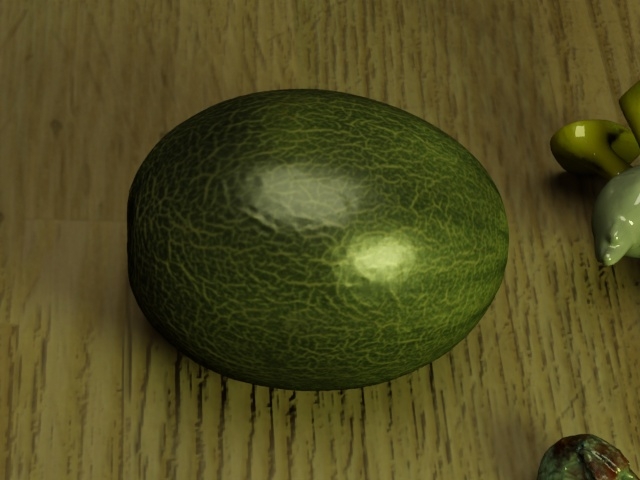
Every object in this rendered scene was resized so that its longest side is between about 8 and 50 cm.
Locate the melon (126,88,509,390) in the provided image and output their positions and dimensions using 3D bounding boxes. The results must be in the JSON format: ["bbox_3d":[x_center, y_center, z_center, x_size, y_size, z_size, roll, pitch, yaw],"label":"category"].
[{"bbox_3d":[0.000,0.000,1.259,0.302,0.237,0.237,2,51,-11],"label":"melon"}]

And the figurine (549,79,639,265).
[{"bbox_3d":[0.360,0.040,1.365,0.284,0.204,0.338,5,62,-14],"label":"figurine"}]

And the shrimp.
[{"bbox_3d":[0.255,0.240,1.211,0.233,0.079,0.090,44,20,22],"label":"shrimp"}]
